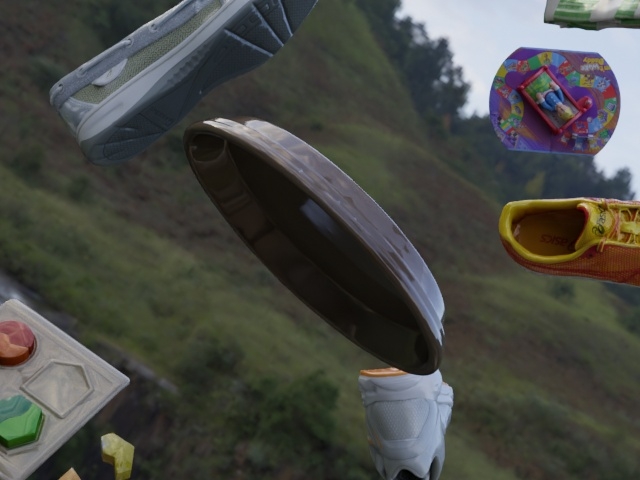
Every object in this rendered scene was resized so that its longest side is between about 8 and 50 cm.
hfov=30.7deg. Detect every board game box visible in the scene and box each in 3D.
[{"bbox_3d":[0.299,-0.177,1.471,0.169,0.133,0.033,5,1,-1],"label":"board game box"}]

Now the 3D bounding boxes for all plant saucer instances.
[{"bbox_3d":[0.000,0.000,0.939,0.278,0.041,0.278,41,-14,13],"label":"plant saucer"}]

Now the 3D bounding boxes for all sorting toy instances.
[{"bbox_3d":[-0.354,0.207,1.478,0.307,0.229,0.041,32,-44,17],"label":"sorting toy"}]

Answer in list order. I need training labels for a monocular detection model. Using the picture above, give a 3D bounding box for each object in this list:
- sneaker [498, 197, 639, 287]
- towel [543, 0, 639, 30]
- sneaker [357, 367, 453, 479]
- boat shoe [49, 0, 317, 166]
[{"bbox_3d":[0.202,0.001,0.760,0.175,0.064,0.067,-3,-16,20],"label":"sneaker"},{"bbox_3d":[0.317,-0.331,1.171,0.038,0.248,0.325,4,9,-15],"label":"towel"},{"bbox_3d":[0.087,0.203,1.201,0.099,0.121,0.262,-5,-14,11],"label":"sneaker"},{"bbox_3d":[-0.132,-0.209,1.192,0.103,0.320,0.118,52,4,18],"label":"boat shoe"}]
